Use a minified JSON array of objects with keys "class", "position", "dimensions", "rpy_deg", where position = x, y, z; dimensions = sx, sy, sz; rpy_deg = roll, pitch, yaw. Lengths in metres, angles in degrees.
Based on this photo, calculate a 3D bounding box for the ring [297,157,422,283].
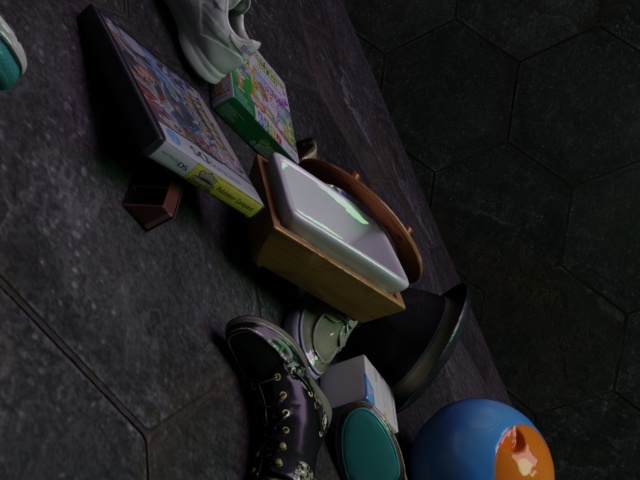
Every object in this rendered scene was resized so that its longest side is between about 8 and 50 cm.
[{"class":"ring","position":[0.079,-0.041,1.380],"dimensions":[0.337,0.032,0.336],"rpy_deg":[40,-16,14]}]

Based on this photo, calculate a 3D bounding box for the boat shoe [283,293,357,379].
[{"class":"boat shoe","position":[0.011,0.141,1.204],"dimensions":[0.109,0.094,0.302],"rpy_deg":[62,19,-14]}]

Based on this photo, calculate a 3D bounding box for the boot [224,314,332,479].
[{"class":"boot","position":[-0.061,0.231,0.911],"dimensions":[0.236,0.085,0.178],"rpy_deg":[58,22,-26]}]

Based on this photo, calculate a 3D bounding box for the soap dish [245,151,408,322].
[{"class":"soap dish","position":[0.000,0.000,1.154],"dimensions":[0.291,0.118,0.229],"rpy_deg":[33,22,-30]}]

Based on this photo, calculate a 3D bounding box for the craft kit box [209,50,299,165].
[{"class":"craft kit box","position":[-0.138,-0.295,1.379],"dimensions":[0.250,0.061,0.246],"rpy_deg":[43,27,-52]}]

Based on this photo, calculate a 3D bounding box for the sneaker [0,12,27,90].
[{"class":"sneaker","position":[-0.374,-0.188,0.558],"dimensions":[0.275,0.107,0.109],"rpy_deg":[29,61,-55]}]

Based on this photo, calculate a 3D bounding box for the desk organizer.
[{"class":"desk organizer","position":[-0.215,-0.075,0.905],"dimensions":[0.050,0.047,0.130],"rpy_deg":[52,23,-32]}]

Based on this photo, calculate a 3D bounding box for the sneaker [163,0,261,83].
[{"class":"sneaker","position":[-0.206,-0.438,1.199],"dimensions":[0.305,0.152,0.114],"rpy_deg":[64,20,-5]}]

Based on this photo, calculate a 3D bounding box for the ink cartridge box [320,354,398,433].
[{"class":"ink cartridge box","position":[0.071,0.288,1.204],"dimensions":[0.143,0.090,0.092],"rpy_deg":[55,22,-36]}]

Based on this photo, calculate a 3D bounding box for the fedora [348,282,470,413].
[{"class":"fedora","position":[0.154,0.185,1.357],"dimensions":[0.153,0.334,0.334],"rpy_deg":[31,23,-1]}]

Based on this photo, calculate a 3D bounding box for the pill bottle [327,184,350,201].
[{"class":"pill bottle","position":[0.021,-0.110,1.576],"dimensions":[0.120,0.067,0.067],"rpy_deg":[59,20,-23]}]

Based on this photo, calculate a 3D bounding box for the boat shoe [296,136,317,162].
[{"class":"boat shoe","position":[-0.031,-0.176,1.523],"dimensions":[0.190,0.068,0.072],"rpy_deg":[-66,142,-66]}]

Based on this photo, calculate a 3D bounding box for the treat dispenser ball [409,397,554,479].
[{"class":"treat dispenser ball","position":[0.325,0.469,1.389],"dimensions":[0.288,0.288,0.288],"rpy_deg":[54,22,-34]}]

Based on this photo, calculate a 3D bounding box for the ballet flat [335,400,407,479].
[{"class":"ballet flat","position":[0.100,0.412,1.158],"dimensions":[0.106,0.108,0.315],"rpy_deg":[-122,-166,-87]}]

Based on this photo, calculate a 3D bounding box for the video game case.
[{"class":"video game case","position":[-0.206,-0.176,0.965],"dimensions":[0.274,0.035,0.248],"rpy_deg":[59,13,29]}]
